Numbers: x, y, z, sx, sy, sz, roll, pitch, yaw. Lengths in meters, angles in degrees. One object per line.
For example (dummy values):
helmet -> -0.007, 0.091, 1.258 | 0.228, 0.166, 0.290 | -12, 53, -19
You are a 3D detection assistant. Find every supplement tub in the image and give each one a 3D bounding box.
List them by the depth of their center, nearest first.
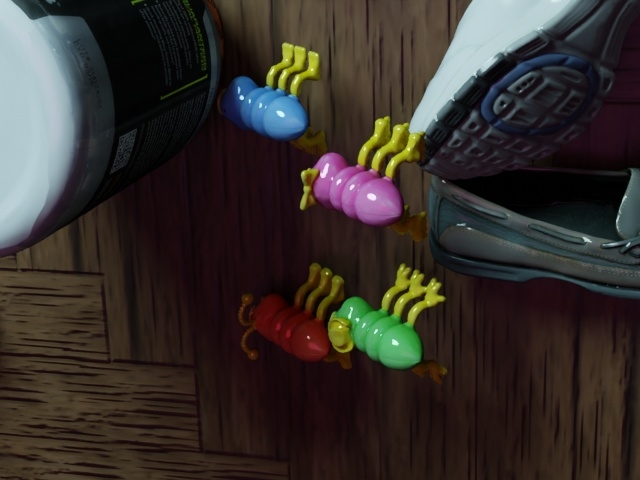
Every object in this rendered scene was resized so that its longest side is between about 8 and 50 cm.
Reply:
supplement tub -> -0.189, -0.118, 0.844 | 0.193, 0.316, 0.194 | 5, 108, 15

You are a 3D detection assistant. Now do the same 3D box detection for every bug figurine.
bug figurine -> 0.000, 0.000, 0.908 | 0.216, 0.072, 0.279 | 22, 127, 47

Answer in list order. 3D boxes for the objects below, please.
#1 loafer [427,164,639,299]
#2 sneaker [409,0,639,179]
loafer -> 0.208, -0.015, 0.880 | 0.267, 0.096, 0.084 | 2, 133, 17
sneaker -> 0.161, -0.170, 0.843 | 0.111, 0.129, 0.297 | 26, 111, -38
